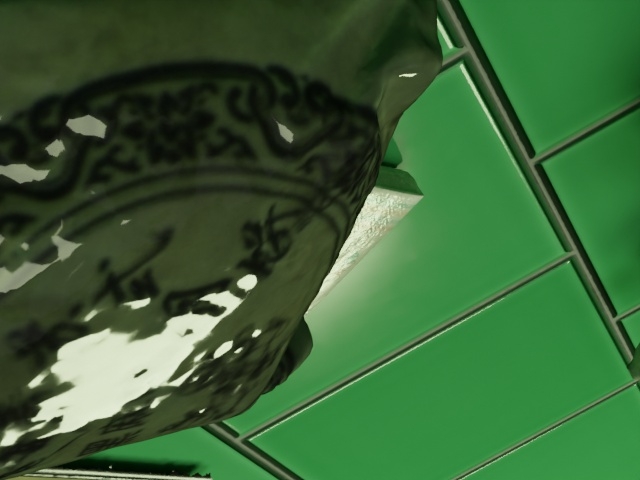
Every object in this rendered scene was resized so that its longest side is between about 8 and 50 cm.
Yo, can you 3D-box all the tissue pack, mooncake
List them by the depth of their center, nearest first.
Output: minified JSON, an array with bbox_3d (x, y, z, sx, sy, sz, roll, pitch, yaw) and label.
[{"bbox_3d":[-0.085,-0.007,0.550,0.250,0.136,0.254,-18,149,-30],"label":"mooncake"},{"bbox_3d":[0.000,0.000,0.752,0.056,0.023,0.108,11,133,-45],"label":"tissue pack"}]

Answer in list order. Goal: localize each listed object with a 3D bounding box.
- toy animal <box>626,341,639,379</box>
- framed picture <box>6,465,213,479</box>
[{"bbox_3d":[0.246,0.041,0.842,0.308,0.188,0.266,-42,126,-39],"label":"toy animal"},{"bbox_3d":[-0.197,0.196,0.918,0.195,0.010,0.199,14,132,-47],"label":"framed picture"}]
